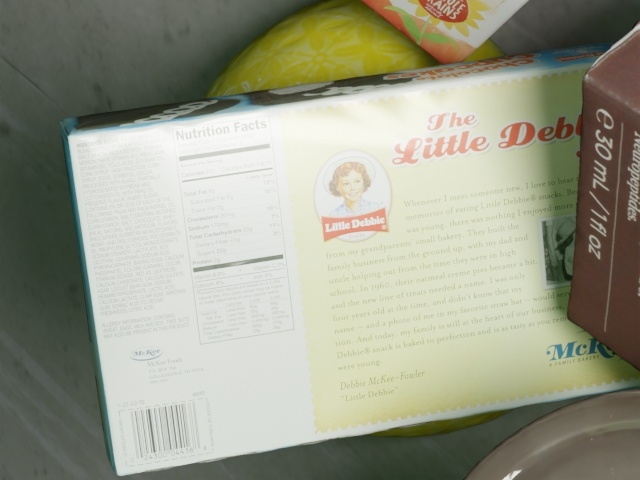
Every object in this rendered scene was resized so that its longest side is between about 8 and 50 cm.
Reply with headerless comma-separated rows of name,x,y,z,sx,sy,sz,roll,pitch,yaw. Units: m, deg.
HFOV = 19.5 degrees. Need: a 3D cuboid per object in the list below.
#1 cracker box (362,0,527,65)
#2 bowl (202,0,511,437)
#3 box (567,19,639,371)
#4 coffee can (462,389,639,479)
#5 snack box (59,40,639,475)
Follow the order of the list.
cracker box,0.070,-0.198,0.944,0.155,0.067,0.232,38,152,-6
bowl,0.000,0.000,1.136,0.289,0.156,0.289,16,115,40
box,0.295,0.048,0.834,0.381,0.143,0.191,36,151,29
coffee can,0.186,0.218,0.899,0.201,0.275,0.202,-13,57,21
snack box,0.032,0.006,1.006,0.060,0.322,0.187,-133,36,-73
